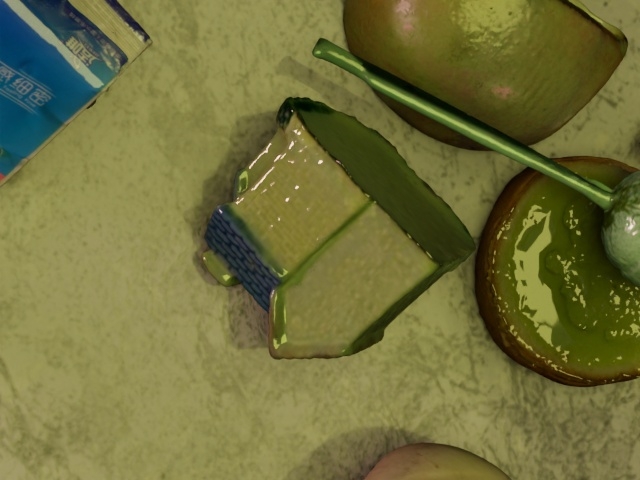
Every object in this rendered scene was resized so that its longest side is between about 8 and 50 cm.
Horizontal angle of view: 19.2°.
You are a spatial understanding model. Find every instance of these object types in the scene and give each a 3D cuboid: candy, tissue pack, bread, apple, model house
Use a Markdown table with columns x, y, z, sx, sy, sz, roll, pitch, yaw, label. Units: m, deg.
| x | y | z | sx | sy | sz | roll | pitch | yaw | label |
| --- | --- | --- | --- | --- | --- | --- | --- | --- | --- |
| 0.190 | -0.081 | 1.764 | 0.440 | 0.119 | 0.119 | 28 | 84 | -3 | candy |
| -0.314 | -0.196 | 1.649 | 0.209 | 0.137 | 0.269 | -37 | 101 | 27 | tissue pack |
| 0.260 | 0.032 | 1.849 | 0.236 | 0.070 | 0.236 | 0 | 88 | -14 | bread |
| 0.151 | -0.184 | 1.806 | 0.265 | 0.120 | 0.193 | 33 | 94 | -8 | apple |
| 0.000 | 0.000 | 1.759 | 0.214 | 0.195 | 0.189 | 46 | 105 | 5 | model house |

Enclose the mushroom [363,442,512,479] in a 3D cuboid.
| x | y | z | sx | sy | sz | roll | pitch | yaw | label |
| --- | --- | --- | --- | --- | --- | --- | --- | --- | --- |
| 0.099 | 0.314 | 1.754 | 0.246 | 0.202 | 0.246 | 32 | 46 | -40 | mushroom |
